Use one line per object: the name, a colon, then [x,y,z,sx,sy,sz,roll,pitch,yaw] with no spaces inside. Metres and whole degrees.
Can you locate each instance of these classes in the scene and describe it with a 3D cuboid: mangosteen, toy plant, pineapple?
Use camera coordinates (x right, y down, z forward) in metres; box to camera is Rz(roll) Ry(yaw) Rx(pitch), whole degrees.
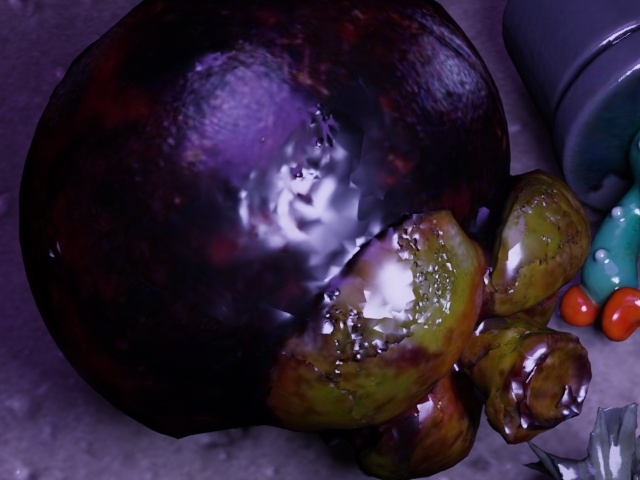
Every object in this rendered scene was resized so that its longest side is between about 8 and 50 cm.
mangosteen: [-0.003,-0.022,1.287,0.421,0.381,0.381,11,51,1]
toy plant: [0.299,-0.081,1.423,0.280,0.185,0.400,-13,45,-13]
pineapple: [0.213,0.248,1.201,0.130,0.119,0.277,3,52,-10]
